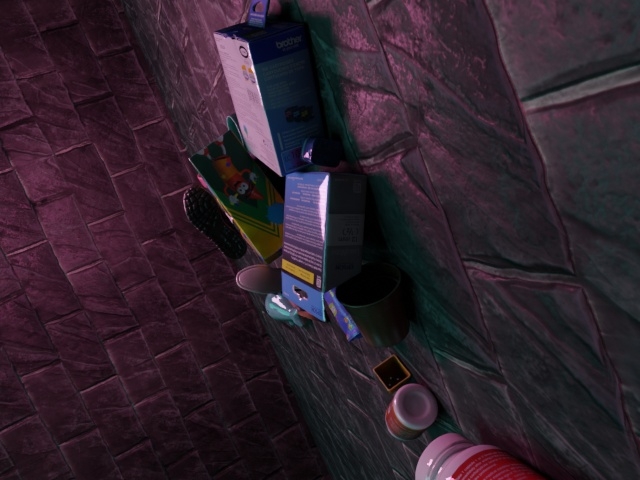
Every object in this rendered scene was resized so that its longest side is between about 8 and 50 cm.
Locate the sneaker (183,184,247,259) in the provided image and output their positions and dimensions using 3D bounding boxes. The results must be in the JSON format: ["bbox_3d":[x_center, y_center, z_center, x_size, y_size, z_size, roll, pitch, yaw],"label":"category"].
[{"bbox_3d":[-0.358,-0.062,1.567,0.283,0.107,0.124,56,179,-17],"label":"sneaker"}]

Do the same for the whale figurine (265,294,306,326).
[{"bbox_3d":[-0.168,0.324,2.192,0.272,0.141,0.216,34,144,56],"label":"whale figurine"}]

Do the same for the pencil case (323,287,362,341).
[{"bbox_3d":[0.061,0.156,1.402,0.306,0.119,0.133,57,153,23],"label":"pencil case"}]

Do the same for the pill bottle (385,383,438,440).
[{"bbox_3d":[0.251,0.498,1.324,0.121,0.121,0.216,54,158,28],"label":"pill bottle"}]

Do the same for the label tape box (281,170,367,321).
[{"bbox_3d":[0.000,0.000,1.185,0.249,0.115,0.347,18,109,61],"label":"label tape box"}]

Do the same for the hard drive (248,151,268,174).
[{"bbox_3d":[-0.260,-0.307,1.777,0.172,0.054,0.255,63,161,6],"label":"hard drive"}]

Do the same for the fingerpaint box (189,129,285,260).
[{"bbox_3d":[-0.231,-0.113,1.547,0.371,0.163,0.445,53,174,0],"label":"fingerpaint box"}]

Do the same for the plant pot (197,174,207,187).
[{"bbox_3d":[-0.404,-0.262,2.041,0.180,0.201,0.201,57,167,-29],"label":"plant pot"}]

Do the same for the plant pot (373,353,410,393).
[{"bbox_3d":[0.214,0.406,1.380,0.081,0.081,0.083,50,167,36],"label":"plant pot"}]

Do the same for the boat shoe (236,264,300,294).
[{"bbox_3d":[-0.165,0.154,1.731,0.091,0.302,0.114,130,141,-63],"label":"boat shoe"}]

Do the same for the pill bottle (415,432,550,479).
[{"bbox_3d":[0.372,0.555,0.908,0.408,0.229,0.229,14,127,67],"label":"pill bottle"}]

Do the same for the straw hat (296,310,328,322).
[{"bbox_3d":[-0.023,0.282,1.869,0.144,0.144,0.061,11,83,67],"label":"straw hat"}]

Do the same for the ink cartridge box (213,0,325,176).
[{"bbox_3d":[-0.131,-0.396,1.171,0.270,0.151,0.395,42,153,51],"label":"ink cartridge box"}]

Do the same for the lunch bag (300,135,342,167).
[{"bbox_3d":[0.003,-0.217,1.135,0.065,0.098,0.067,30,111,54],"label":"lunch bag"}]

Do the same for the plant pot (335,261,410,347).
[{"bbox_3d":[0.142,0.169,1.161,0.167,0.167,0.165,33,151,57],"label":"plant pot"}]

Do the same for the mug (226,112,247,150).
[{"bbox_3d":[-0.243,-0.370,1.586,0.158,0.097,0.129,55,158,25],"label":"mug"}]

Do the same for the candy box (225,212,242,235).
[{"bbox_3d":[-0.324,-0.106,2.030,0.070,0.165,0.196,56,159,18],"label":"candy box"}]
